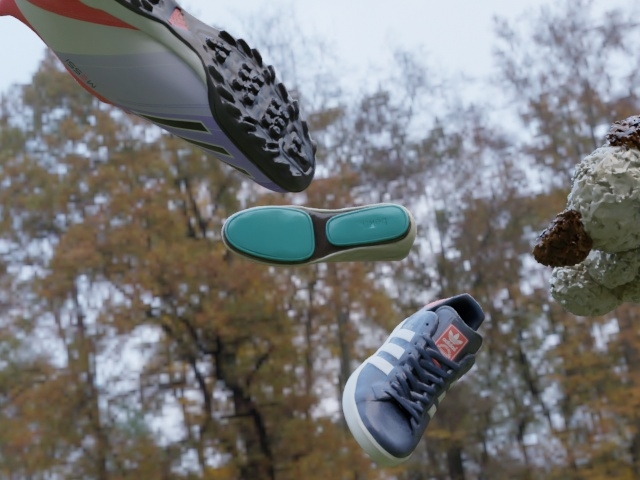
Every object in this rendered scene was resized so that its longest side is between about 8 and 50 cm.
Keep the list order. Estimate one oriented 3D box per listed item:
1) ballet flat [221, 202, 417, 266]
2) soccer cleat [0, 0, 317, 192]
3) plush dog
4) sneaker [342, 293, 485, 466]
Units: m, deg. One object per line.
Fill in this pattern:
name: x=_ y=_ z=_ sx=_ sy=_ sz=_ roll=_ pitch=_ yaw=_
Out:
ballet flat: x=0.000 y=0.000 z=1.587 sx=0.248 sy=0.086 sz=0.086 roll=-1 pitch=-23 yaw=5
soccer cleat: x=-0.138 y=-0.145 z=1.081 sx=0.318 sy=0.109 sz=0.116 roll=41 pitch=-54 yaw=-18
plush dog: x=0.388 y=-0.027 z=1.538 sx=0.225 sy=0.262 sz=0.210 roll=34 pitch=-5 yaw=-39
sneaker: x=0.145 y=0.177 z=1.736 sx=0.131 sy=0.350 sz=0.148 roll=46 pitch=-59 yaw=-8
